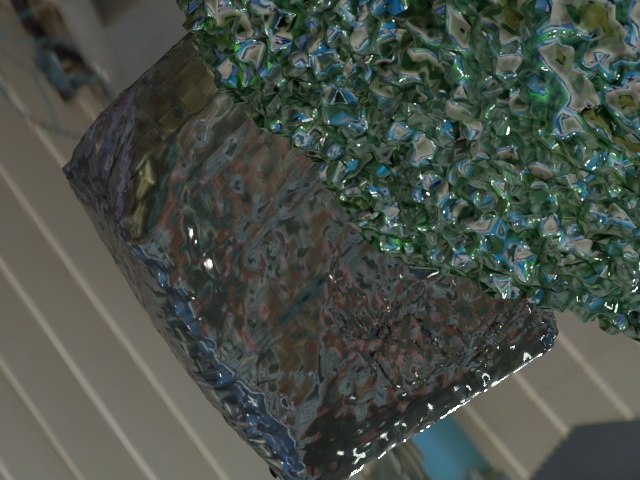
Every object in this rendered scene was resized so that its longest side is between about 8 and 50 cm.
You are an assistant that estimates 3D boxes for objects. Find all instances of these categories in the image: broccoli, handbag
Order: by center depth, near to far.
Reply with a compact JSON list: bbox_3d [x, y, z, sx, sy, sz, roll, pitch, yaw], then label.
[{"bbox_3d":[0.102,-0.106,0.503,0.297,0.298,0.297,6,-143,14],"label":"broccoli"},{"bbox_3d":[0.000,0.000,0.940,0.175,0.270,0.088,-36,-146,-7],"label":"handbag"}]
